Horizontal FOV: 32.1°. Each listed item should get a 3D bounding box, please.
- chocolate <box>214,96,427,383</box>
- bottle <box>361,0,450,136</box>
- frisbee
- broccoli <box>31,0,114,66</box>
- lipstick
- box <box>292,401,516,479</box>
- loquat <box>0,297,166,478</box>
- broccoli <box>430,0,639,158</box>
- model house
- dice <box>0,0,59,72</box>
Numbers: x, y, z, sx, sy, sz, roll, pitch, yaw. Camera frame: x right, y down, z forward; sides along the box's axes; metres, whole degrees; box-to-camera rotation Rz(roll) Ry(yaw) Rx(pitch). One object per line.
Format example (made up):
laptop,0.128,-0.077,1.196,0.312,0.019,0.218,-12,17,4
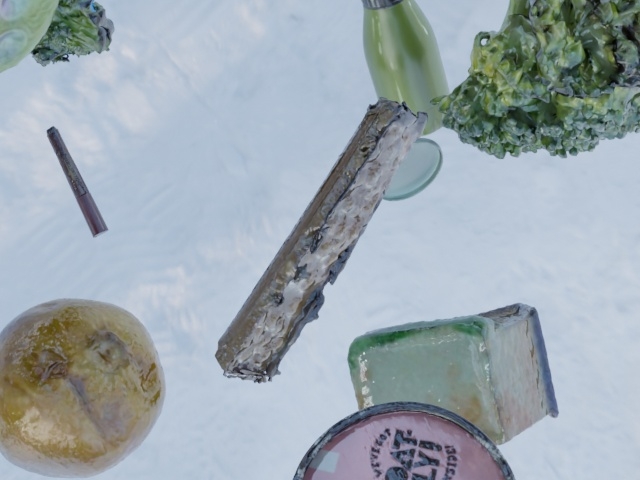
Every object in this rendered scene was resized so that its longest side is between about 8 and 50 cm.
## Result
chocolate,-0.003,-0.003,1.119,0.065,0.102,0.329,34,96,21
bottle,0.122,-0.284,1.673,0.112,0.112,0.260,-23,128,-2
frisbee,0.117,-0.097,1.516,0.110,0.014,0.110,-18,142,-15
broccoli,-0.365,-0.317,1.632,0.160,0.167,0.154,25,62,27
lipstick,-0.367,-0.088,1.661,0.027,0.027,0.176,-26,89,-2
box,0.063,0.201,0.752,0.151,0.135,0.151,-5,62,10
loquat,-0.360,0.225,1.645,0.276,0.276,0.283,16,138,-7
broccoli,0.322,-0.216,1.439,0.334,0.324,0.272,-14,120,39
model house,0.251,0.236,1.946,0.312,0.280,0.245,-15,91,39
dice,-0.496,-0.358,1.401,0.250,0.254,0.252,38,133,19
